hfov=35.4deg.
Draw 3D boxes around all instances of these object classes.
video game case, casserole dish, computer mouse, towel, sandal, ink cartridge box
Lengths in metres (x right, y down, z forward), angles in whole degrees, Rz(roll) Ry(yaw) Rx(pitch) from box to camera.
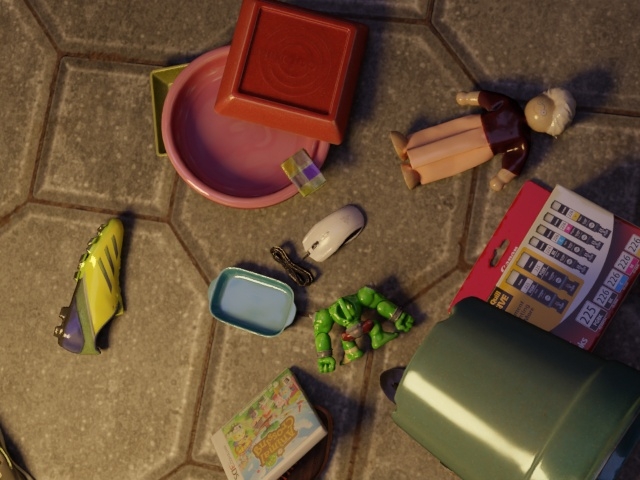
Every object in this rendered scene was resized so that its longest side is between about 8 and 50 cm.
[{"bbox_3d":[-0.102,0.368,1.893,0.212,0.023,0.193,-43,37,5],"label":"video game case"},{"bbox_3d":[-0.132,0.123,1.988,0.188,0.037,0.114,17,87,17],"label":"casserole dish"},{"bbox_3d":[0.000,0.000,1.968,0.193,0.042,0.106,-41,73,6],"label":"computer mouse"},{"bbox_3d":[-0.033,-0.131,1.924,0.060,0.009,0.083,-34,85,-12],"label":"towel"},{"bbox_3d":[0.181,0.307,1.876,0.067,0.040,0.179,-45,74,5],"label":"sandal"},{"bbox_3d":[0.408,0.070,1.806,0.272,0.130,0.309,31,91,17],"label":"ink cartridge box"}]

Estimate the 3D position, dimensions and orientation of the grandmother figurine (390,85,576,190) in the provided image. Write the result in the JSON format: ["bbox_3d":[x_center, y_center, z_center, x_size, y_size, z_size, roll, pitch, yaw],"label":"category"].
[{"bbox_3d":[0.316,-0.196,1.887,0.342,0.104,0.208,-21,86,14],"label":"grandmother figurine"}]

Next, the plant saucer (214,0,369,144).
[{"bbox_3d":[-0.052,-0.341,1.942,0.258,0.048,0.259,14,79,-3],"label":"plant saucer"}]

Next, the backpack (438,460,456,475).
[{"bbox_3d":[0.275,0.337,1.806,0.152,0.115,0.182,11,78,14],"label":"backpack"}]

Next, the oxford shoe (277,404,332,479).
[{"bbox_3d":[-0.059,0.438,1.889,0.097,0.098,0.271,25,89,17],"label":"oxford shoe"}]

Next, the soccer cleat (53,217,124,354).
[{"bbox_3d":[-0.451,0.097,2.063,0.121,0.093,0.289,21,82,-14],"label":"soccer cleat"}]

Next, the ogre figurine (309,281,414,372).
[{"bbox_3d":[0.067,0.159,1.901,0.197,0.097,0.118,-29,87,21],"label":"ogre figurine"}]

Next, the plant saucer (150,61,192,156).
[{"bbox_3d":[-0.252,-0.274,2.072,0.188,0.045,0.188,-9,80,13],"label":"plant saucer"}]

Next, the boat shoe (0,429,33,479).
[{"bbox_3d":[-0.671,0.479,2.047,0.109,0.091,0.305,-36,75,7],"label":"boat shoe"}]

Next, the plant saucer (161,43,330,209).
[{"bbox_3d":[-0.145,-0.220,1.976,0.332,0.084,0.332,1,79,-6],"label":"plant saucer"}]

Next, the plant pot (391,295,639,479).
[{"bbox_3d":[0.318,0.276,1.601,0.334,0.341,0.341,33,91,25],"label":"plant pot"}]
